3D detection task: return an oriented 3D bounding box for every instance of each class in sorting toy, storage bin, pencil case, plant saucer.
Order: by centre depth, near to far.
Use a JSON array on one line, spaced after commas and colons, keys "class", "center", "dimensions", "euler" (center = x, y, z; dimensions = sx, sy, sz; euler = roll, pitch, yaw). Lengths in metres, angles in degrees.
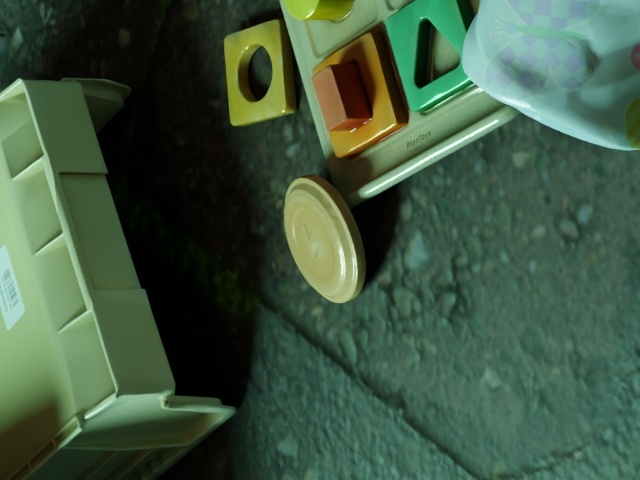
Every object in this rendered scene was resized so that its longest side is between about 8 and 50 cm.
[{"class": "pencil case", "center": [0.166, -0.180, 0.959], "dimensions": [0.124, 0.113, 0.273], "euler": [21, 113, 6]}, {"class": "sorting toy", "center": [0.033, -0.134, 1.180], "dimensions": [0.347, 0.047, 0.196], "euler": [-29, 69, 48]}, {"class": "plant saucer", "center": [0.000, 0.000, 1.227], "dimensions": [0.083, 0.013, 0.083], "euler": [40, 140, 44]}, {"class": "storage bin", "center": [-0.201, 0.055, 1.414], "dimensions": [0.260, 0.123, 0.262], "euler": [-41, 60, 43]}]
